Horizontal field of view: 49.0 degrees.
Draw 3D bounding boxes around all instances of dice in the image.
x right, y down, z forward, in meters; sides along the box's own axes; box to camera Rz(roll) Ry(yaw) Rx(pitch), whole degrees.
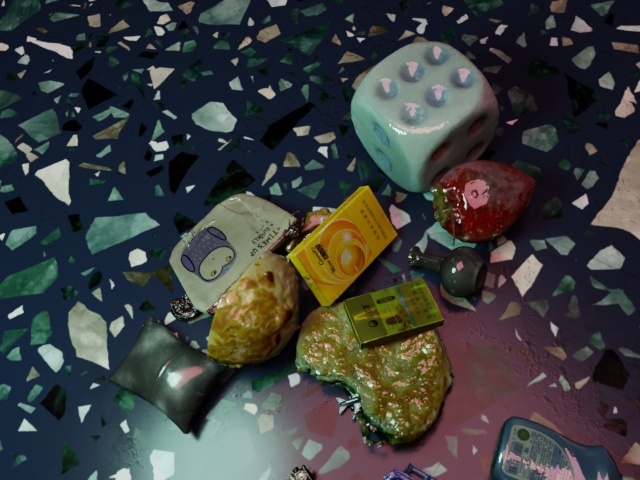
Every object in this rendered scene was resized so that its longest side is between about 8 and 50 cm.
[{"bbox_3d":[0.251,-0.297,1.708,0.268,0.262,0.264,-35,64,-8],"label":"dice"}]

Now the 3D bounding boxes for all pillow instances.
[{"bbox_3d":[-0.352,0.301,1.609,0.250,0.106,0.186,26,79,21],"label":"pillow"}]

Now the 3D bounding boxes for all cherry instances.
[{"bbox_3d":[0.385,-0.095,1.639,0.250,0.175,0.192,-21,61,2],"label":"cherry"}]

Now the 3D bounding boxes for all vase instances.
[{"bbox_3d":[0.288,0.061,1.624,0.183,0.120,0.120,17,68,30],"label":"vase"}]

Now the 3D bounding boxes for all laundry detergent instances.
[{"bbox_3d":[0.498,0.465,1.412,0.290,0.094,0.143,18,63,13],"label":"laundry detergent"}]

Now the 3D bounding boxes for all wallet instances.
[{"bbox_3d":[-0.218,0.010,1.716,0.335,0.068,0.275,-46,46,-9],"label":"wallet"}]

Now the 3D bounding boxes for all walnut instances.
[{"bbox_3d":[0.000,0.000,1.716,0.170,0.069,0.143,-33,66,-6],"label":"walnut"}]

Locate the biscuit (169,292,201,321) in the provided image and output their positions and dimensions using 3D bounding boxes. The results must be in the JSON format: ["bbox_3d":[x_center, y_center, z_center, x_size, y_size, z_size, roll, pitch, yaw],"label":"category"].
[{"bbox_3d":[-0.324,0.154,1.716,0.087,0.027,0.089,3,66,9],"label":"biscuit"}]

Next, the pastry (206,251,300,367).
[{"bbox_3d":[-0.130,0.169,1.549,0.170,0.256,0.237,31,28,5],"label":"pastry"}]

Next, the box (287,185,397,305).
[{"bbox_3d":[0.058,0.009,1.629,0.269,0.152,0.043,-45,21,-30],"label":"box"}]

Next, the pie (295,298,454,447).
[{"bbox_3d":[0.122,0.263,1.548,0.296,0.078,0.371,-40,62,-19],"label":"pie"}]

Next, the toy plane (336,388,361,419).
[{"bbox_3d":[0.077,0.355,1.557,0.083,0.031,0.078,-15,64,2],"label":"toy plane"}]

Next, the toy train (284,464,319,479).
[{"bbox_3d":[0.008,0.580,1.451,0.085,0.053,0.249,-39,65,-4],"label":"toy train"}]

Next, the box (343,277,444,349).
[{"bbox_3d":[0.160,0.161,1.556,0.193,0.030,0.121,-15,50,-10],"label":"box"}]

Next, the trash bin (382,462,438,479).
[{"bbox_3d":[0.170,0.523,1.349,0.162,0.234,0.184,25,72,19],"label":"trash bin"}]
